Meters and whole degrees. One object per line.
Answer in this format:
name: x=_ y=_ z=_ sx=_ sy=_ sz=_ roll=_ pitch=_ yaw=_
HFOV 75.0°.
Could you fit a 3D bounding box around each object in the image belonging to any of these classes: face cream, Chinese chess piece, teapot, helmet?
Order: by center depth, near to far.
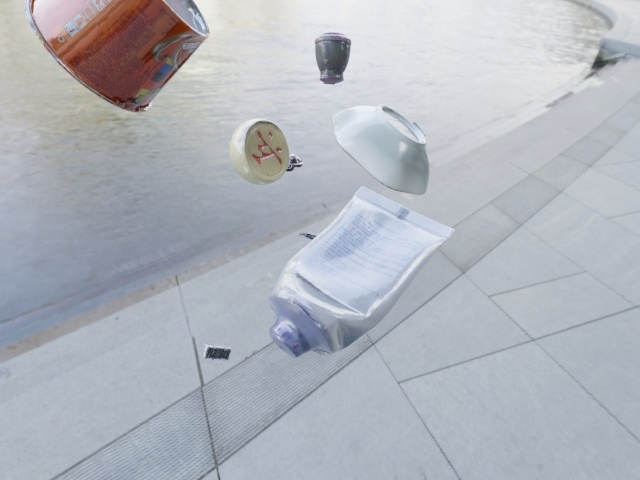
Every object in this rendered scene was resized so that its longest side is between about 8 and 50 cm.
face cream: x=0.060 y=0.051 z=0.809 sx=0.235 sy=0.137 sz=0.420 roll=29 pitch=56 yaw=26
teapot: x=0.026 y=-0.570 z=1.324 sx=0.148 sy=0.146 sz=0.116 roll=12 pitch=15 yaw=41
Chinese chess piece: x=-0.232 y=-0.338 z=1.600 sx=0.103 sy=0.249 sz=0.250 roll=1 pitch=25 yaw=41
helmet: x=-0.135 y=-0.357 z=1.903 sx=0.123 sy=0.070 sz=0.098 roll=-21 pitch=3 yaw=34

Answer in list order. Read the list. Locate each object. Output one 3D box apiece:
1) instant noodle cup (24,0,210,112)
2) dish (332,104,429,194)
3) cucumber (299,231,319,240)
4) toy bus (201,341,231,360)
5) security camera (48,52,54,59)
instant noodle cup: x=-0.334 y=-0.383 z=0.734 sx=0.192 sy=0.250 sz=0.250 roll=-32 pitch=31 yaw=17
dish: x=0.110 y=-0.157 z=0.648 sx=0.191 sy=0.066 sz=0.190 roll=26 pitch=34 yaw=-20
cucumber: x=0.000 y=0.000 z=1.558 sx=0.163 sy=0.039 sz=0.043 roll=19 pitch=23 yaw=2
toy bus: x=-0.398 y=0.422 z=1.588 sx=0.102 sy=0.052 sz=0.058 roll=18 pitch=-4 yaw=-38
security camera: x=-0.733 y=-0.628 z=1.286 sx=0.236 sy=0.194 sz=0.194 roll=-5 pitch=30 yaw=20
